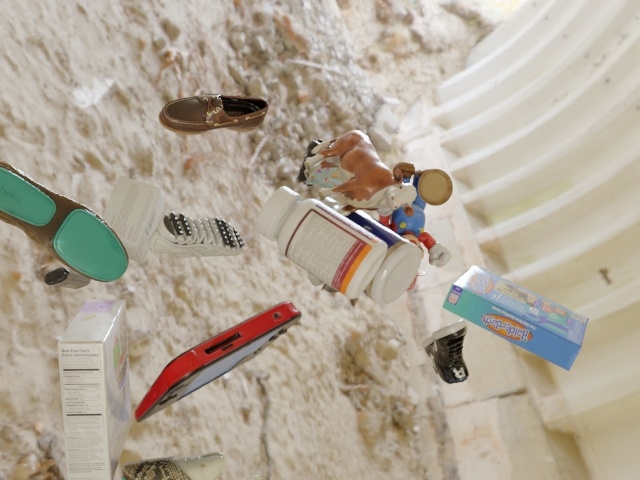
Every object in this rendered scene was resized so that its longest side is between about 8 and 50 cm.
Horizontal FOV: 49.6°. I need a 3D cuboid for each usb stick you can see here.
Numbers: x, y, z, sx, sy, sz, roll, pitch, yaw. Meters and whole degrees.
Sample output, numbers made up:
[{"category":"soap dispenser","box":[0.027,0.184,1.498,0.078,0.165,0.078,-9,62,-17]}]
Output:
[{"category":"usb stick","box":[-0.788,0.121,2.172,0.045,0.077,0.278,64,-6,4]}]

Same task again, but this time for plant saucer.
[{"category":"plant saucer","box":[0.254,-0.118,1.548,0.015,0.083,0.083,179,-111,-77]}]

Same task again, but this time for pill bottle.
[{"category":"pill bottle","box":[0.080,0.015,1.547,0.265,0.153,0.153,34,-8,31]},{"category":"pill bottle","box":[0.000,0.000,1.252,0.221,0.121,0.121,33,5,14]}]

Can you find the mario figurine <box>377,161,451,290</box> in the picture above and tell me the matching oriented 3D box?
[{"category":"mario figurine","box":[0.237,-0.031,1.748,0.170,0.198,0.320,30,68,-77]}]

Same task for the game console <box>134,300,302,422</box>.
[{"category":"game console","box":[-0.243,0.294,1.672,0.387,0.342,0.060,-24,72,-40]}]

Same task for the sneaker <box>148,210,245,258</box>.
[{"category":"sneaker","box":[-0.334,0.000,1.892,0.292,0.118,0.110,13,44,-44]}]

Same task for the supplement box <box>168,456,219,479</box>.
[{"category":"supplement box","box":[-0.359,0.703,1.962,0.078,0.234,0.080,-23,130,-64]}]

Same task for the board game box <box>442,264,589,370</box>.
[{"category":"board game box","box":[0.317,0.117,1.118,0.160,0.210,0.047,-21,135,-63]}]

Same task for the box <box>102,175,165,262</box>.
[{"category":"box","box":[-0.519,-0.054,1.908,0.182,0.119,0.180,119,-11,-73]}]

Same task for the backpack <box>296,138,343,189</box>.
[{"category":"backpack","box":[0.031,-0.211,2.098,0.115,0.182,0.151,-94,-155,-78]}]

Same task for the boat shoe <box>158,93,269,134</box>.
[{"category":"boat shoe","box":[-0.197,-0.245,1.301,0.073,0.207,0.073,-36,-113,56]}]

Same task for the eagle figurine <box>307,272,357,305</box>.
[{"category":"eagle figurine","box":[0.093,0.080,2.050,0.225,0.226,0.298,60,7,-15]}]

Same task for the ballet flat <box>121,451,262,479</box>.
[{"category":"ballet flat","box":[-0.217,0.602,1.591,0.483,0.182,0.164,35,-8,5]}]

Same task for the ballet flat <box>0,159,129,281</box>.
[{"category":"ballet flat","box":[-0.512,-0.038,1.301,0.124,0.116,0.342,20,-14,48]}]

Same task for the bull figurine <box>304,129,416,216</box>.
[{"category":"bull figurine","box":[0.079,-0.130,1.499,0.310,0.189,0.101,-114,-173,-50]}]

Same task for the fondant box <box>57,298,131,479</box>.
[{"category":"fondant box","box":[-0.484,0.321,1.508,0.238,0.096,0.330,-106,-161,-73]}]

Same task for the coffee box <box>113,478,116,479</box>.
[{"category":"coffee box","box":[-0.380,0.682,1.542,0.119,0.297,0.168,-46,142,-38]}]

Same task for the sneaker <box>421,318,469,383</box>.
[{"category":"sneaker","box":[0.295,0.248,1.515,0.121,0.079,0.217,64,-12,14]}]
